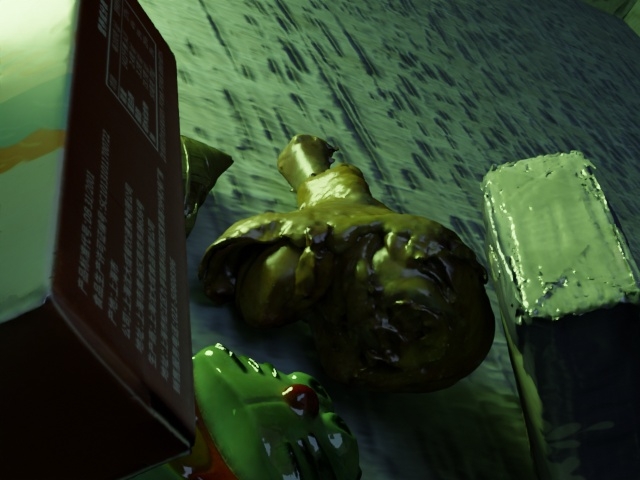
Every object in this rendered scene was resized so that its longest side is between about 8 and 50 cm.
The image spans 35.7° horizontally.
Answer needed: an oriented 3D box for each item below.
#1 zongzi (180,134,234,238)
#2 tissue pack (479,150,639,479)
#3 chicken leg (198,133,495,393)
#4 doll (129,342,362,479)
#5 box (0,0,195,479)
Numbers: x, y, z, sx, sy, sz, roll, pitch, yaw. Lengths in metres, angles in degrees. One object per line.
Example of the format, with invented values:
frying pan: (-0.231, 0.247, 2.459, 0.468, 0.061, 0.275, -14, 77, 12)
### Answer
zongzi: (-0.139, -0.052, 1.083, 0.176, 0.078, 0.160, 14, 41, -45)
tissue pack: (0.251, 0.116, 0.983, 0.125, 0.343, 0.242, -13, 36, 7)
chicken leg: (0.000, 0.000, 1.073, 0.295, 0.182, 0.409, -1, 39, -22)
doll: (-0.107, 0.175, 0.677, 0.322, 0.186, 0.198, 3, 36, -29)
box: (-0.260, 0.010, 0.601, 0.122, 0.345, 0.385, 57, 13, -38)
